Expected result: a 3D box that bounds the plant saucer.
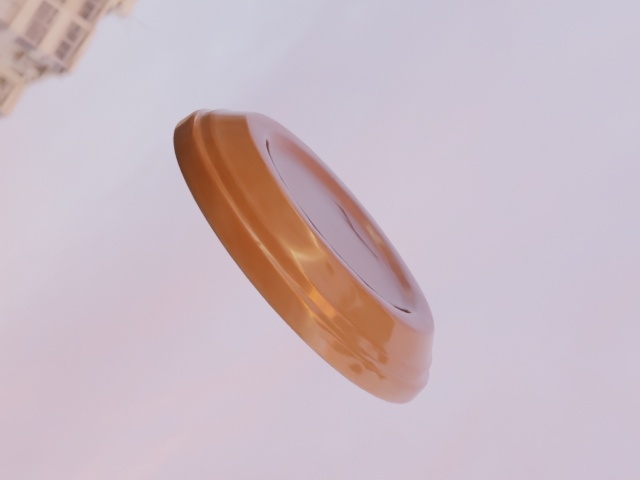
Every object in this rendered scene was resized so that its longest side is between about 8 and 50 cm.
[{"bbox_3d":[0.000,0.000,0.644,0.037,0.200,0.200,-40,-148,13],"label":"plant saucer"}]
